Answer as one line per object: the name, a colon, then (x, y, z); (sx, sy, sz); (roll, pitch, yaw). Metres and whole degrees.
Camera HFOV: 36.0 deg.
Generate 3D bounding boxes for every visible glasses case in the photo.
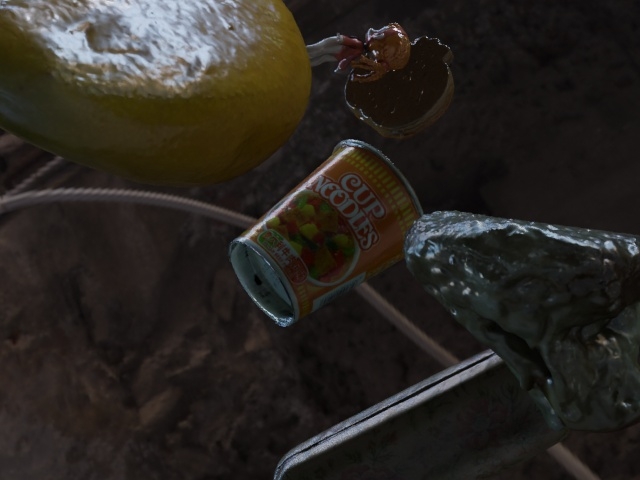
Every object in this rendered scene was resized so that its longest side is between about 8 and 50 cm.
glasses case: (0.136, 0.274, 1.311); (0.425, 0.098, 0.156); (-29, -68, 10)

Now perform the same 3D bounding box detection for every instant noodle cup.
instant noodle cup: (0.000, 0.000, 1.127); (0.185, 0.168, 0.168); (-35, -34, -25)

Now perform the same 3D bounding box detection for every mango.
mango: (-0.106, -0.113, 0.626); (0.119, 0.176, 0.317); (-42, -7, 27)

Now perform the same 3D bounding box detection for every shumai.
shumai: (0.196, 0.079, 0.922); (0.271, 0.222, 0.204); (11, -88, -12)

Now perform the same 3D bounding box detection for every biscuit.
biscuit: (0.125, -0.225, 1.441); (0.170, 0.170, 0.050); (-35, -37, 6)

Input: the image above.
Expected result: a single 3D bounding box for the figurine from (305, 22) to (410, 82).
figurine: (0.028, -0.169, 0.898); (0.109, 0.047, 0.064); (-6, -19, -2)
